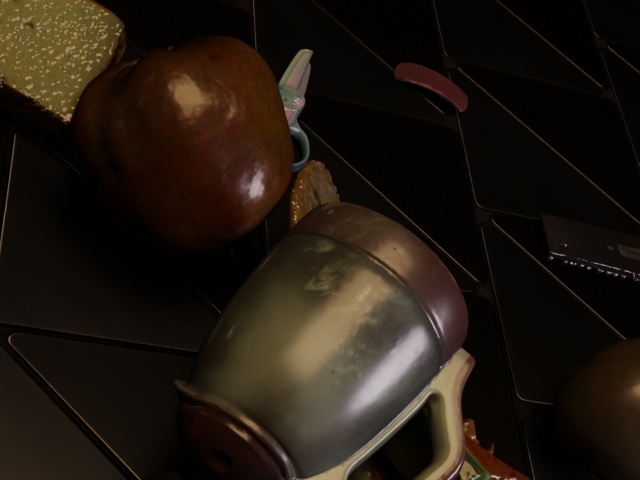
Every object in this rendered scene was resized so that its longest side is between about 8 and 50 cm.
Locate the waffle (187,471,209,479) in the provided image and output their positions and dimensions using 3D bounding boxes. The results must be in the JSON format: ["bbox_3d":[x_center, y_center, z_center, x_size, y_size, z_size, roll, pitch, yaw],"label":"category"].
[{"bbox_3d":[-0.072,0.330,1.266,0.214,0.054,0.207,2,55,3],"label":"waffle"}]

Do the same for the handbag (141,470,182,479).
[{"bbox_3d":[-0.241,0.372,1.074,0.342,0.152,0.288,1,59,-41],"label":"handbag"}]

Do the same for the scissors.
[{"bbox_3d":[-0.055,-0.209,1.797,0.125,0.030,0.256,23,48,-5],"label":"scissors"}]

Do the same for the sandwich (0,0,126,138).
[{"bbox_3d":[-0.416,-0.271,1.628,0.251,0.087,0.226,26,58,-4],"label":"sandwich"}]

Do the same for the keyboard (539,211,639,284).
[{"bbox_3d":[0.492,0.031,1.864,0.317,0.027,0.106,14,43,-15],"label":"keyboard"}]

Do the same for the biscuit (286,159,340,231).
[{"bbox_3d":[-0.001,0.000,1.540,0.033,0.219,0.219,-5,43,18],"label":"biscuit"}]

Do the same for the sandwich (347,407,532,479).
[{"bbox_3d":[0.148,0.296,1.364,0.301,0.162,0.250,17,50,-8],"label":"sandwich"}]

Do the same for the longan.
[{"bbox_3d":[0.414,0.227,1.537,0.220,0.196,0.196,-15,60,-41],"label":"longan"}]

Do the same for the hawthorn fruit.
[{"bbox_3d":[-0.159,-0.102,1.492,0.268,0.268,0.300,-26,95,-40],"label":"hawthorn fruit"}]

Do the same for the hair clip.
[{"bbox_3d":[0.189,-0.262,1.972,0.137,0.022,0.054,28,42,-2],"label":"hair clip"}]

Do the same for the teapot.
[{"bbox_3d":[0.013,0.167,1.262,0.315,0.233,0.312,39,61,9],"label":"teapot"}]
